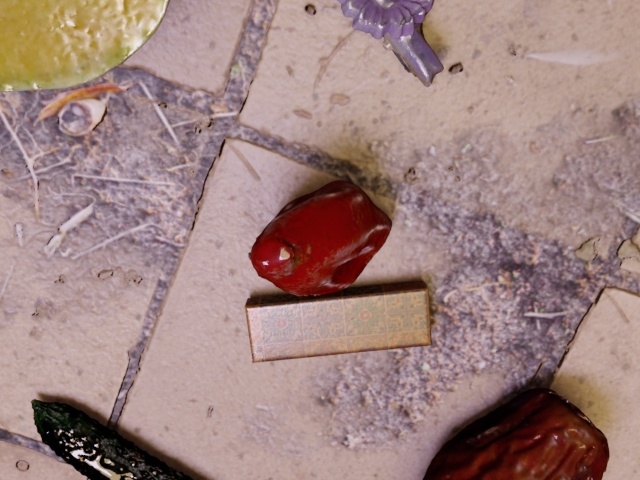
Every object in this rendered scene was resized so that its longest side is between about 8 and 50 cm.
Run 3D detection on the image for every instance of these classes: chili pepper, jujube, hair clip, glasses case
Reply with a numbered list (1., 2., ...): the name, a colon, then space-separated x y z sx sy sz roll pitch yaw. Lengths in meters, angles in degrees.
1. chili pepper: 0.000 0.000 0.783 0.144 0.253 0.136 3 92 6
2. jujube: 0.226 0.321 0.929 0.197 0.197 0.290 40 90 -14
3. hair clip: 0.033 -0.285 0.772 0.106 0.084 0.292 -43 101 -5
4. glasses case: 0.022 0.097 0.918 0.218 0.049 0.075 -6 103 1

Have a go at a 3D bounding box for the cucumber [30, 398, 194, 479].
1. cucumber: -0.252 0.298 0.978 0.300 0.072 0.072 35 106 -11

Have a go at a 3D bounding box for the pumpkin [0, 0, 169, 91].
1. pumpkin: -0.263 -0.314 0.701 0.332 0.199 0.332 3 111 7
